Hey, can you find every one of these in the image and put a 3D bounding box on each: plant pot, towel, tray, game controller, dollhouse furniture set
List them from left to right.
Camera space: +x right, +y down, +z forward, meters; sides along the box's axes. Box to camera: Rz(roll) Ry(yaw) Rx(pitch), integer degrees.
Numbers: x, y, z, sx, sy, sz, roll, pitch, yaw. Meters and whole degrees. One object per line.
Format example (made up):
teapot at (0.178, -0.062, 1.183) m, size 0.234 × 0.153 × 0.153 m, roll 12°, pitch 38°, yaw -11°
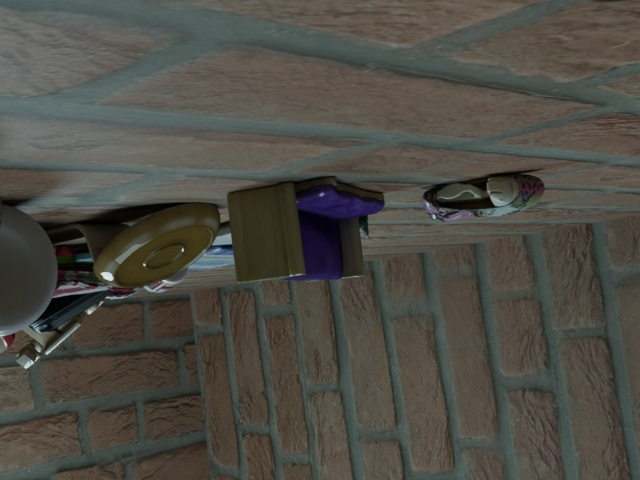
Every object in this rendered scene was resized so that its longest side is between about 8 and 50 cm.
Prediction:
dollhouse furniture set at (-0.733, 0.116, 2.356) m, size 0.355 × 0.303 × 0.173 m, roll -38°, pitch -159°, yaw 22°
towel at (-0.499, 0.088, 1.761) m, size 0.237 × 0.037 × 0.329 m, roll -8°, pitch 175°, yaw 17°
game controller at (-0.479, 0.099, 2.085) m, size 0.319 × 0.067 × 0.166 m, roll -32°, pitch -178°, yaw -9°
plant pot at (-0.271, 0.018, 1.664) m, size 0.236 × 0.032 × 0.236 m, roll -28°, pitch 162°, yaw -10°
towel at (-0.275, 0.038, 2.513) m, size 0.285 × 0.034 × 0.209 m, roll -14°, pitch 170°, yaw 42°
tray at (-0.151, -0.022, 1.993) m, size 0.145 × 0.030 × 0.270 m, roll -4°, pitch 174°, yaw -39°

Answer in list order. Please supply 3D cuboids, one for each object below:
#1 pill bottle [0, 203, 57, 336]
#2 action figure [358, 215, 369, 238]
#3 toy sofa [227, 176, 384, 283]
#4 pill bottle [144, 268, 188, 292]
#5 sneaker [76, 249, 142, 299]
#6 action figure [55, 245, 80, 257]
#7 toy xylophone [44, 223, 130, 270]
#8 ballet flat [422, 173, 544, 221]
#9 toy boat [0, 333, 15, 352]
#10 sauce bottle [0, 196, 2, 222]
pill bottle at (-0.538, 0.060, 1.444) m, size 0.188 × 0.187 × 0.334 m, roll -3°, pitch 174°, yaw -39°
action figure at (-0.012, -0.018, 2.103) m, size 0.232 × 0.063 × 0.137 m, roll -4°, pitch 179°, yaw 5°
toy sofa at (-0.006, -0.007, 1.672) m, size 0.177 × 0.150 × 0.362 m, roll -8°, pitch 175°, yaw 18°
pill bottle at (-0.393, 0.081, 2.429) m, size 0.086 × 0.086 × 0.152 m, roll -4°, pitch 168°, yaw -30°
sneaker at (-0.484, 0.072, 2.212) m, size 0.281 × 0.106 × 0.162 m, roll -11°, pitch 168°, yaw -38°
action figure at (-0.602, 0.067, 2.026) m, size 0.281 × 0.091 × 0.139 m, roll -6°, pitch 169°, yaw 0°
toy xylophone at (-0.484, 0.025, 1.746) m, size 0.236 × 0.081 × 0.323 m, roll -2°, pitch 172°, yaw -45°
ballet flat at (0.289, -0.082, 1.762) m, size 0.222 × 0.076 × 0.079 m, roll -9°, pitch 156°, yaw 22°
toy boat at (-0.644, 0.132, 1.900) m, size 0.151 × 0.151 × 0.231 m, roll 37°, pitch 168°, yaw -10°
sauce bottle at (-0.480, -0.013, 1.154) m, size 0.111 × 0.111 × 0.344 m, roll -4°, pitch 176°, yaw -36°
